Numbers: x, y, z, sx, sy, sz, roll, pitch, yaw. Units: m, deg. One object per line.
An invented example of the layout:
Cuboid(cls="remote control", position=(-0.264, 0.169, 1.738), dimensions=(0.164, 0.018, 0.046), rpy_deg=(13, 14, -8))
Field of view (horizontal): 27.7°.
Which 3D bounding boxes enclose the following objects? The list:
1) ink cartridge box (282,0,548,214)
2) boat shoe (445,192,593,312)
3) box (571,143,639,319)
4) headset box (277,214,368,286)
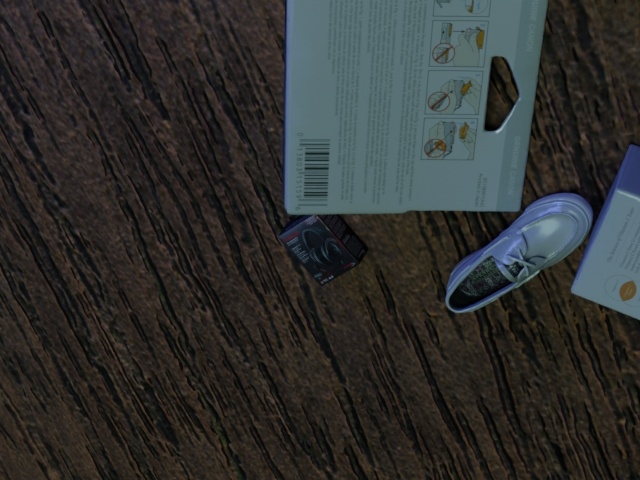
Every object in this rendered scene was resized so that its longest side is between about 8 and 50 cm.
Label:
Cuboid(cls="ink cartridge box", position=(0.084, -0.153, 1.247), dimensions=(0.239, 0.060, 0.275), rpy_deg=(-1, 124, -4))
Cuboid(cls="boat shoe", position=(0.195, 0.017, 1.305), dimensions=(0.184, 0.063, 0.066), rpy_deg=(-30, 106, 36))
Cuboid(cls="box", position=(0.342, 0.009, 1.215), dimensions=(0.170, 0.091, 0.130), rpy_deg=(23, 128, 9))
Cuboid(cls="headset box", position=(0.000, 0.000, 1.402), dimensions=(0.062, 0.032, 0.083), rpy_deg=(-31, 107, 36))
